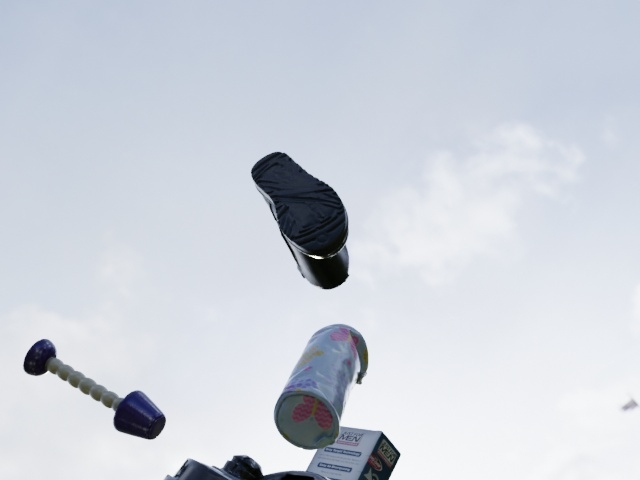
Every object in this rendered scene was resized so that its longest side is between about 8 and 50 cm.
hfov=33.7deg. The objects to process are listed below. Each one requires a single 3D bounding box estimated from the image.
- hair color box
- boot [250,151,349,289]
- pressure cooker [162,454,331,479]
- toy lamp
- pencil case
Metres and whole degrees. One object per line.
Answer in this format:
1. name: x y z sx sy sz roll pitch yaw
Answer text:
1. hair color box: 0.033 0.607 2.469 0.105 0.174 0.347 52 -126 -33
2. boot: 0.000 0.000 1.557 0.094 0.246 0.207 -35 -49 -6
3. pressure cooker: -0.111 0.481 1.358 0.420 0.370 0.375 -54 -31 -18
4. toy lamp: -0.381 0.255 1.786 0.080 0.275 0.080 -49 -28 -37
5. pencil case: 0.006 0.251 1.835 0.113 0.273 0.124 -25 -78 23
